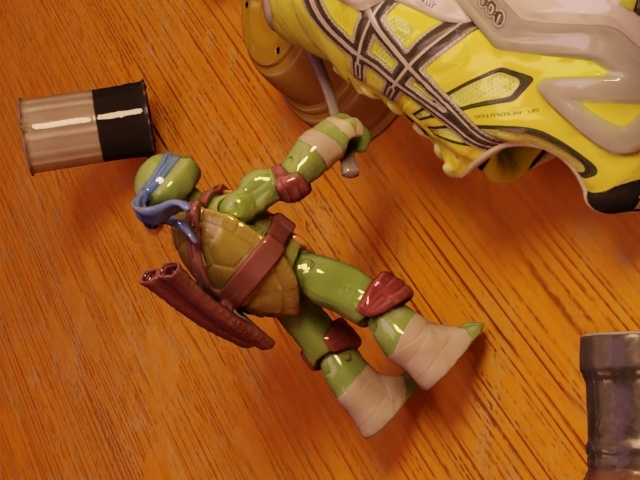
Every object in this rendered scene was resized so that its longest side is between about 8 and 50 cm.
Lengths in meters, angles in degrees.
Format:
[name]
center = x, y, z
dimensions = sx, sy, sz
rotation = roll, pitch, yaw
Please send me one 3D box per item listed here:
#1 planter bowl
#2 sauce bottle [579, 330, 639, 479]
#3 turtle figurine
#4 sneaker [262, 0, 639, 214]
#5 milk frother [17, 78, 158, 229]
[planter bowl]
center = -0.005, -0.191, 1.198
dimensions = 0.217, 0.090, 0.217
rotation = -10, 78, 56
[sauce bottle]
center = 0.192, 0.225, 0.835
dimensions = 0.111, 0.111, 0.344
rotation = -10, 80, 56
[turtle figurine]
center = 0.000, 0.000, 1.101
dimensions = 0.266, 0.274, 0.198
rotation = 44, 103, 0
[sneaker]
center = 0.086, -0.119, 0.974
dimensions = 0.384, 0.145, 0.147
rotation = 21, 106, 48
[milk frother]
center = -0.238, -0.082, 1.501
dimensions = 0.129, 0.134, 0.143
rotation = 90, 170, -63
